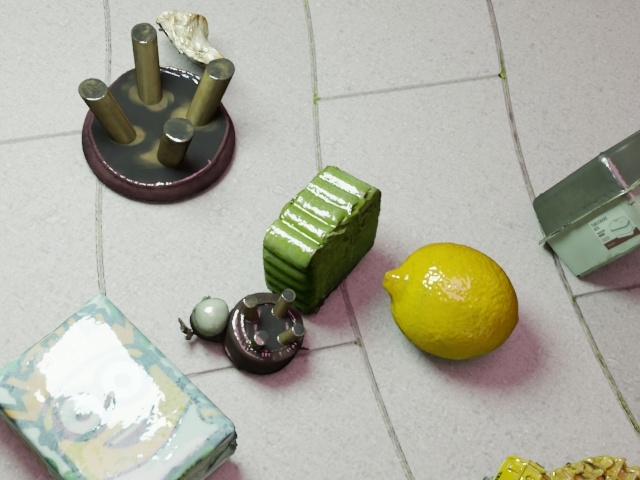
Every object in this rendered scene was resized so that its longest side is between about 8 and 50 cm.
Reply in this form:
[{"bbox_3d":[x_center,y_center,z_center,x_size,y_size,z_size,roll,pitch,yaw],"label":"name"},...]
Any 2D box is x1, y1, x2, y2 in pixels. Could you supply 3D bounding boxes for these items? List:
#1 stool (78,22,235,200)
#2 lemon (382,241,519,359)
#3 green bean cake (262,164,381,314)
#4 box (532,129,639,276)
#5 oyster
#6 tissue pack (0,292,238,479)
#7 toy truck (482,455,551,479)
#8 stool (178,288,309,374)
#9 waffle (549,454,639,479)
[{"bbox_3d":[-0.278,-0.220,1.644,0.272,0.178,0.272,4,60,-7],"label":"stool"},{"bbox_3d":[0.215,0.098,1.545,0.244,0.187,0.187,22,58,-11],"label":"lemon"},{"bbox_3d":[0.000,0.000,1.548,0.113,0.214,0.200,35,61,18],"label":"green bean cake"},{"bbox_3d":[0.514,-0.071,1.635,0.220,0.290,0.166,-29,83,-24],"label":"box"},{"bbox_3d":[-0.224,-0.361,1.740,0.081,0.163,0.191,-41,67,2],"label":"oyster"},{"bbox_3d":[-0.306,0.260,1.396,0.311,0.128,0.228,43,63,16],"label":"tissue pack"},{"bbox_3d":[0.253,0.428,1.400,0.098,0.114,0.227,33,61,9],"label":"toy truck"},{"bbox_3d":[-0.115,0.133,1.507,0.217,0.121,0.125,17,61,-6],"label":"stool"},{"bbox_3d":[0.431,0.413,1.477,0.194,0.051,0.149,-6,62,-19],"label":"waffle"}]
